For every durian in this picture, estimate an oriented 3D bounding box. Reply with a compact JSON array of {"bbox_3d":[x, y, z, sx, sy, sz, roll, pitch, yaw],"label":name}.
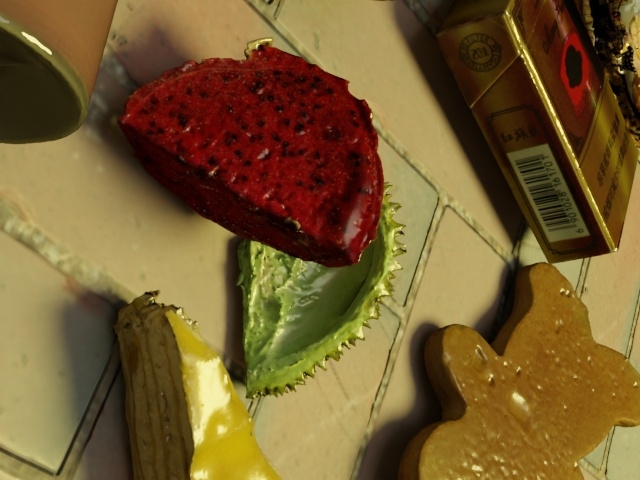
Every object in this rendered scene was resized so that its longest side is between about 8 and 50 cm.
[{"bbox_3d":[0.000,0.000,0.664,0.100,0.086,0.215,14,78,-31],"label":"durian"}]

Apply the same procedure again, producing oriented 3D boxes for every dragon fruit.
[{"bbox_3d":[-0.029,-0.054,0.612,0.162,0.083,0.106,28,69,4],"label":"dragon fruit"}]

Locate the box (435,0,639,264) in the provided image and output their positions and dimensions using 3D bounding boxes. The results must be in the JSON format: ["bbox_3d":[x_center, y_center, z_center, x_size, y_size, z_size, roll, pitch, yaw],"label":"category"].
[{"bbox_3d":[0.192,-0.120,0.860,0.240,0.071,0.159,58,40,-26],"label":"box"}]

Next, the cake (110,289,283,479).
[{"bbox_3d":[-0.054,0.119,0.594,0.116,0.080,0.185,-1,83,-44],"label":"cake"}]

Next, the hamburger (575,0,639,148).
[{"bbox_3d":[0.322,-0.189,0.995,0.231,0.107,0.231,-1,91,-44],"label":"hamburger"}]

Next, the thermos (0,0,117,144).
[{"bbox_3d":[-0.139,-0.188,0.488,0.176,0.146,0.265,38,58,-48],"label":"thermos"}]

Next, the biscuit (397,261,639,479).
[{"bbox_3d":[0.154,0.144,0.810,0.197,0.049,0.301,53,46,-2],"label":"biscuit"}]
